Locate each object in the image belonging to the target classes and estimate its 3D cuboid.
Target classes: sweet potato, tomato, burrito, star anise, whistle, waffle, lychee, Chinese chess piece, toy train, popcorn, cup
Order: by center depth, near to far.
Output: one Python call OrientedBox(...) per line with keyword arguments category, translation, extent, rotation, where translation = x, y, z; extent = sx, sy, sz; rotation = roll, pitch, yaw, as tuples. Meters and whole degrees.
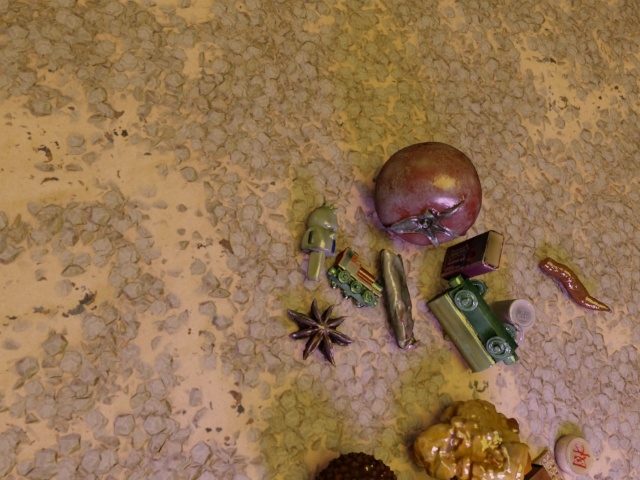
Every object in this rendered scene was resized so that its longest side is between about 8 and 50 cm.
OrientedBox(category="lychee", translation=(0.096, 0.658, 1.338), extent=(0.268, 0.267, 0.267), rotation=(5, 75, -19))
OrientedBox(category="popcorn", translation=(0.419, 0.568, 1.511), extent=(0.333, 0.225, 0.264), rotation=(9, 59, -2))
OrientedBox(category="star anise", translation=(-0.003, 0.258, 1.517), extent=(0.205, 0.061, 0.180), rotation=(10, 68, -21))
OrientedBox(category="whistle", translation=(0.000, 0.000, 1.568), extent=(0.092, 0.110, 0.244), rotation=(30, 61, -49))
OrientedBox(category="toy train", translation=(0.107, 0.115, 1.593), extent=(0.176, 0.074, 0.118), rotation=(37, 61, -7))
OrientedBox(category="tomato", translation=(0.315, -0.133, 1.602), extent=(0.317, 0.316, 0.282), rotation=(23, 51, -14))
OrientedBox(category="burrito", translation=(0.229, 0.170, 1.618), extent=(0.096, 0.066, 0.308), rotation=(8, 67, -57))
OrientedBox(category="toy train", translation=(0.459, 0.250, 1.641), extent=(0.126, 0.189, 0.307), rotation=(-30, 83, -47))
OrientedBox(category="waffle", translation=(0.702, 0.726, 1.682), extent=(0.092, 0.021, 0.134), rotation=(-25, 85, -26))
OrientedBox(category="cup", translation=(0.600, 0.249, 1.706), extent=(0.099, 0.133, 0.136), rotation=(-34, 90, -21))
OrientedBox(category="Chinese chess piece", translation=(0.794, 0.672, 1.713), extent=(0.122, 0.051, 0.121), rotation=(5, 74, -19))
OrientedBox(category="sweet potato", translation=(0.865, 0.159, 1.865), extent=(0.281, 0.067, 0.059), rotation=(43, 22, -6))

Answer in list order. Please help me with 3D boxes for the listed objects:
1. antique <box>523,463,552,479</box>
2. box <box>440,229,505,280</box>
OrientedBox(category="antique", translation=(0.532, 0.767, 1.569), extent=(0.310, 0.093, 0.087), rotation=(-28, 87, -24))
OrientedBox(category="box", translation=(0.456, 0.052, 1.654), extent=(0.069, 0.224, 0.120), rotation=(24, 68, -12))
